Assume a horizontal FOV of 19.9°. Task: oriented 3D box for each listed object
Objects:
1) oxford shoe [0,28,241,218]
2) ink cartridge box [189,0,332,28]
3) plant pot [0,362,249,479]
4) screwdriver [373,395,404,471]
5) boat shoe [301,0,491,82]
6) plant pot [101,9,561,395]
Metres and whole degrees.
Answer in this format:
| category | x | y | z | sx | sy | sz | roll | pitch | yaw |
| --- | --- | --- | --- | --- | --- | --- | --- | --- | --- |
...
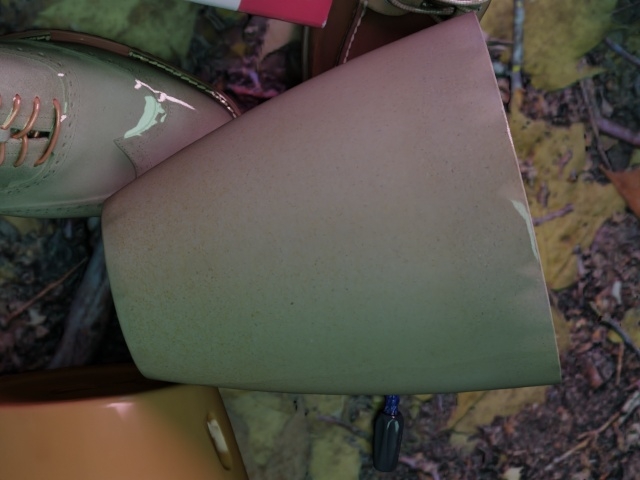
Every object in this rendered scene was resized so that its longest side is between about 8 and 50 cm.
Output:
| category | x | y | z | sx | sy | sz | roll | pitch | yaw |
| --- | --- | --- | --- | --- | --- | --- | --- | --- | --- |
| oxford shoe | -0.231 | -0.072 | 1.240 | 0.397 | 0.146 | 0.140 | 5 | 105 | -20 |
| ink cartridge box | -0.120 | -0.282 | 1.188 | 0.306 | 0.131 | 0.226 | 7 | 109 | -31 |
| plant pot | -0.168 | 0.201 | 1.304 | 0.291 | 0.291 | 0.203 | -6 | 94 | -15 |
| screwdriver | 0.058 | 0.107 | 1.464 | 0.025 | 0.024 | 0.170 | -15 | 114 | -43 |
| boat shoe | 0.076 | -0.204 | 1.306 | 0.123 | 0.116 | 0.324 | 12 | 105 | -21 |
| plant pot | 0.000 | 0.000 | 1.231 | 0.274 | 0.256 | 0.256 | -12 | 113 | 4 |
